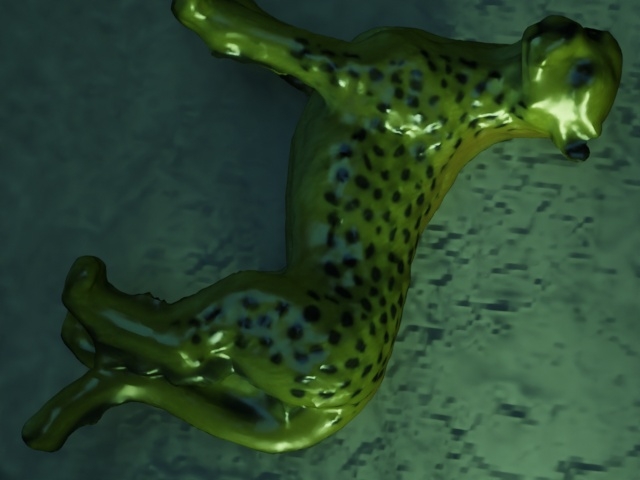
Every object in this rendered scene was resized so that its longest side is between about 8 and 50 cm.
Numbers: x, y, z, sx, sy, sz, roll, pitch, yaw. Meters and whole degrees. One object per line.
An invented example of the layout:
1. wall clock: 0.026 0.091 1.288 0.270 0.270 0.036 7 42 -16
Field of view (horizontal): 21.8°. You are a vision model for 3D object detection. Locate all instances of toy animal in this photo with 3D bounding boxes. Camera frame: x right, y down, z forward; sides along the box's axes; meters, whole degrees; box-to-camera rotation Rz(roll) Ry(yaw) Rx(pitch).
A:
1. toy animal: 0.000 0.000 0.511 0.136 0.073 0.181 21 83 2
